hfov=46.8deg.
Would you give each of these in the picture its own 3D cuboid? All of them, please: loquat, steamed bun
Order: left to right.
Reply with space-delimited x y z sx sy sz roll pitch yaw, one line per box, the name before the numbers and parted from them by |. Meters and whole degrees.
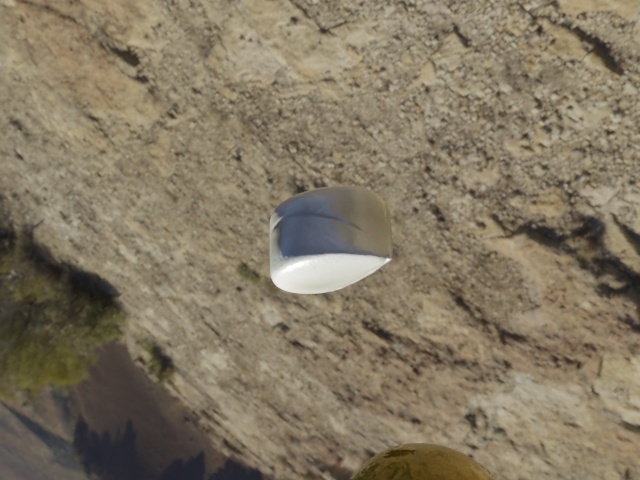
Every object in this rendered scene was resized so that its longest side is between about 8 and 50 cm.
steamed bun | 0.000 0.000 1.288 0.164 0.146 0.241 9 157 -28
loquat | 0.125 0.362 0.891 0.244 0.244 0.244 29 147 21
